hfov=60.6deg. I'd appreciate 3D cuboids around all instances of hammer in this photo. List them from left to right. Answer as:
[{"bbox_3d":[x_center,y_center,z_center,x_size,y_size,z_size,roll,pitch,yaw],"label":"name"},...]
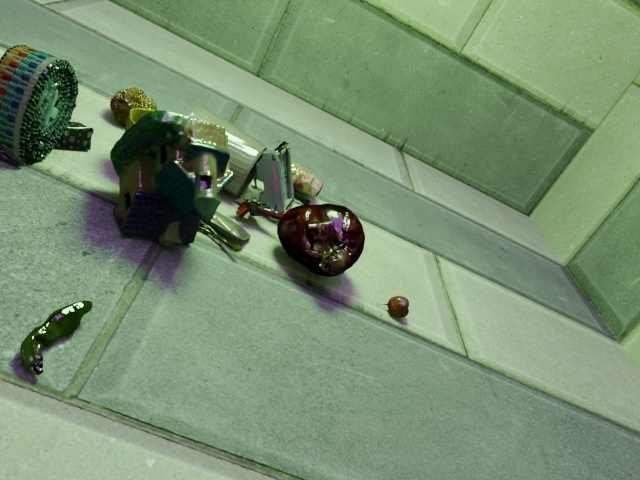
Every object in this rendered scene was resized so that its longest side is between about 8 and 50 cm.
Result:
[{"bbox_3d":[-0.142,-0.191,2.034,0.246,0.103,0.029,32,22,-28],"label":"hammer"}]

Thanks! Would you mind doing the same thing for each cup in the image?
[{"bbox_3d":[-0.348,-0.291,1.823,0.273,0.208,0.288,31,16,-2],"label":"cup"}]

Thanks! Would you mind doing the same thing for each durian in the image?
[{"bbox_3d":[-0.653,-0.465,1.918,0.158,0.137,0.168,7,19,-1],"label":"durian"}]

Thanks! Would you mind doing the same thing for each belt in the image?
[{"bbox_3d":[-0.780,-0.361,1.451,0.160,0.295,0.207,23,9,2],"label":"belt"}]

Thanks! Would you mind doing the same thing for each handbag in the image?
[{"bbox_3d":[-0.759,-0.334,1.633,0.115,0.072,0.139,-9,42,-48],"label":"handbag"}]

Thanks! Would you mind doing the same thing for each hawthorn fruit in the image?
[{"bbox_3d":[0.229,0.206,1.727,0.103,0.067,0.067,6,23,11],"label":"hawthorn fruit"}]

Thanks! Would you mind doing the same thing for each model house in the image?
[{"bbox_3d":[-0.387,-0.137,1.421,0.245,0.312,0.280,11,69,-41],"label":"model house"}]

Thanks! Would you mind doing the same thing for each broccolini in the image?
[{"bbox_3d":[-0.303,-0.021,1.571,0.194,0.054,0.052,28,-5,7],"label":"broccolini"}]

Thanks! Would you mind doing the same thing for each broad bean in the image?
[{"bbox_3d":[-0.498,0.170,1.022,0.061,0.046,0.195,37,28,-14],"label":"broad bean"}]

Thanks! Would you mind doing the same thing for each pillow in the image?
[{"bbox_3d":[-0.313,-0.064,1.645,0.232,0.038,0.130,33,11,5],"label":"pillow"}]

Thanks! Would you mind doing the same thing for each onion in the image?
[{"bbox_3d":[0.000,-0.012,1.676,0.280,0.221,0.281,16,33,-10],"label":"onion"}]

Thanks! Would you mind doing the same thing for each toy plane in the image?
[{"bbox_3d":[-0.182,-0.099,1.754,0.189,0.130,0.061,3,70,2],"label":"toy plane"}]

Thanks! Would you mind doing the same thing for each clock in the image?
[{"bbox_3d":[-0.151,-0.207,1.883,0.083,0.253,0.186,1,23,12],"label":"clock"}]

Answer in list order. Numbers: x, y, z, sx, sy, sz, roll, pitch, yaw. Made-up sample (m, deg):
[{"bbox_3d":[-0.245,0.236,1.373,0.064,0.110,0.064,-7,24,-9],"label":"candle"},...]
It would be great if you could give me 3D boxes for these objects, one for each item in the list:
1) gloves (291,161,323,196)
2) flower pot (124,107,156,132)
[{"bbox_3d":[-0.116,-0.250,2.110,0.241,0.126,0.145,30,29,-18],"label":"gloves"},{"bbox_3d":[-0.513,-0.278,1.664,0.195,0.179,0.195,25,27,-14],"label":"flower pot"}]
